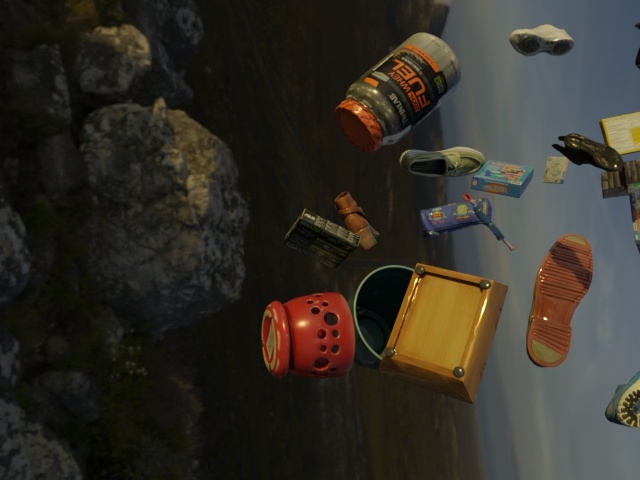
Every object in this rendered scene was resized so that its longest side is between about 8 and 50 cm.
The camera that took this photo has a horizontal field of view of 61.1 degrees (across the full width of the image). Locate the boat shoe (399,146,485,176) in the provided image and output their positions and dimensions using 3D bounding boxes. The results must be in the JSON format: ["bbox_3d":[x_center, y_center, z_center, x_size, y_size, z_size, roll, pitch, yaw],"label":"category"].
[{"bbox_3d":[0.421,-0.254,1.847,0.094,0.302,0.109,-105,-166,-57],"label":"boat shoe"}]

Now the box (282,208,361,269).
[{"bbox_3d":[0.000,0.000,1.638,0.184,0.190,0.045,-52,-166,55],"label":"box"}]

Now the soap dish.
[{"bbox_3d":[0.281,0.198,1.258,0.291,0.228,0.118,-67,151,-19],"label":"soap dish"}]

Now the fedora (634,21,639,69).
[{"bbox_3d":[1.192,-0.612,1.818,0.334,0.334,0.153,-57,168,-67],"label":"fedora"}]

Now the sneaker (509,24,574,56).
[{"bbox_3d":[0.784,-0.728,1.951,0.090,0.232,0.115,107,-15,-53],"label":"sneaker"}]

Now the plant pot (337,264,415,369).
[{"bbox_3d":[0.173,0.240,1.492,0.255,0.271,0.272,128,-35,-60],"label":"plant pot"}]

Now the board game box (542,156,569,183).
[{"bbox_3d":[0.804,-0.240,1.853,0.090,0.020,0.090,-149,-111,-73],"label":"board game box"}]

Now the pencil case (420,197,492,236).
[{"bbox_3d":[0.574,-0.095,2.308,0.119,0.306,0.133,57,30,-45],"label":"pencil case"}]

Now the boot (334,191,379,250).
[{"bbox_3d":[0.125,-0.080,2.078,0.220,0.109,0.283,59,11,-5],"label":"boot"}]

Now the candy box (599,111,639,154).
[{"bbox_3d":[0.866,-0.294,1.459,0.027,0.205,0.105,78,1,-81],"label":"candy box"}]

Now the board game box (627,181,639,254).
[{"bbox_3d":[0.989,-0.061,1.674,0.136,0.035,0.201,38,52,-45],"label":"board game box"}]

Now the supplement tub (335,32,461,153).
[{"bbox_3d":[0.216,-0.412,1.537,0.207,0.338,0.207,45,-13,13],"label":"supplement tub"}]

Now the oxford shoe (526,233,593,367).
[{"bbox_3d":[0.666,0.171,1.554,0.397,0.140,0.146,-65,163,-13],"label":"oxford shoe"}]

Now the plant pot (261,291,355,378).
[{"bbox_3d":[-0.035,0.212,1.208,0.191,0.174,0.191,180,-90,-72],"label":"plant pot"}]

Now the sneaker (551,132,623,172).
[{"bbox_3d":[0.627,-0.203,1.277,0.051,0.170,0.089,-52,154,2],"label":"sneaker"}]

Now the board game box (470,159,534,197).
[{"bbox_3d":[0.611,-0.209,1.814,0.210,0.160,0.047,-37,135,-51],"label":"board game box"}]

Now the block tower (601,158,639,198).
[{"bbox_3d":[1.080,-0.210,1.722,0.097,0.335,0.091,32,56,-59],"label":"block tower"}]

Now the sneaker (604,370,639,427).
[{"bbox_3d":[1.050,0.484,1.779,0.130,0.330,0.147,56,-20,9],"label":"sneaker"}]

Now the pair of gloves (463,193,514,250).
[{"bbox_3d":[0.438,-0.046,1.420,0.159,0.023,0.198,46,16,-12],"label":"pair of gloves"}]
